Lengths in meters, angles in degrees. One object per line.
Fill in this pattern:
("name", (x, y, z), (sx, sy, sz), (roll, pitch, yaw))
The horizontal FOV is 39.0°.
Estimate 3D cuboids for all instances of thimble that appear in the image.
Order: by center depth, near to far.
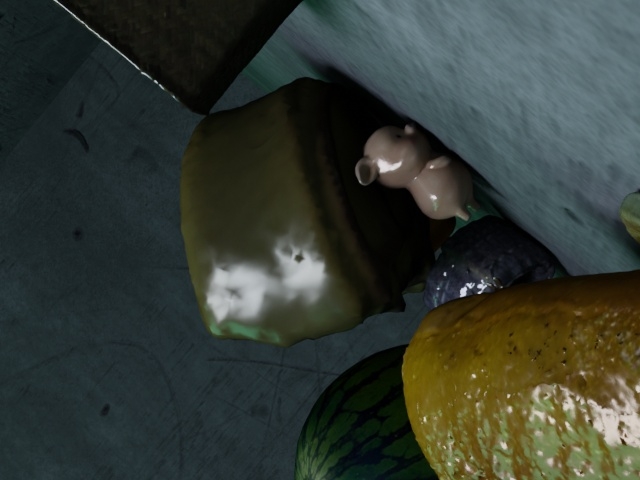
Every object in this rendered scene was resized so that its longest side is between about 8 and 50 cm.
("thimble", (0.210, 0.052, 1.122), (0.098, 0.150, 0.150), (41, -177, 38))

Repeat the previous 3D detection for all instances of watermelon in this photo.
("watermelon", (0.137, 0.286, 1.100), (0.363, 0.363, 0.363), (40, -177, -2))

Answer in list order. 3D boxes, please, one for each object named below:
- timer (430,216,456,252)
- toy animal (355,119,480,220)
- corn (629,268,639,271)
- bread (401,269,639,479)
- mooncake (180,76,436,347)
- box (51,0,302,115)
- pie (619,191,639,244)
("timer", (0.096, -0.003, 1.535), (0.161, 0.250, 0.257), (40, -177, 14))
("toy animal", (0.103, -0.071, 0.963), (0.150, 0.089, 0.083), (31, 177, 13))
("corn", (0.303, 0.118, 0.689), (0.260, 0.091, 0.091), (38, -176, -9))
("bread", (0.219, 0.161, 0.570), (0.328, 0.148, 0.337), (40, 155, -23))
("mooncake", (0.000, 0.000, 1.125), (0.394, 0.246, 0.393), (-88, -27, -49))
("box", (-0.153, -0.229, 0.667), (0.273, 0.143, 0.184), (39, -178, -7))
("pie", (0.205, 0.003, 0.515), (0.084, 0.020, 0.084), (42, -178, -2))
